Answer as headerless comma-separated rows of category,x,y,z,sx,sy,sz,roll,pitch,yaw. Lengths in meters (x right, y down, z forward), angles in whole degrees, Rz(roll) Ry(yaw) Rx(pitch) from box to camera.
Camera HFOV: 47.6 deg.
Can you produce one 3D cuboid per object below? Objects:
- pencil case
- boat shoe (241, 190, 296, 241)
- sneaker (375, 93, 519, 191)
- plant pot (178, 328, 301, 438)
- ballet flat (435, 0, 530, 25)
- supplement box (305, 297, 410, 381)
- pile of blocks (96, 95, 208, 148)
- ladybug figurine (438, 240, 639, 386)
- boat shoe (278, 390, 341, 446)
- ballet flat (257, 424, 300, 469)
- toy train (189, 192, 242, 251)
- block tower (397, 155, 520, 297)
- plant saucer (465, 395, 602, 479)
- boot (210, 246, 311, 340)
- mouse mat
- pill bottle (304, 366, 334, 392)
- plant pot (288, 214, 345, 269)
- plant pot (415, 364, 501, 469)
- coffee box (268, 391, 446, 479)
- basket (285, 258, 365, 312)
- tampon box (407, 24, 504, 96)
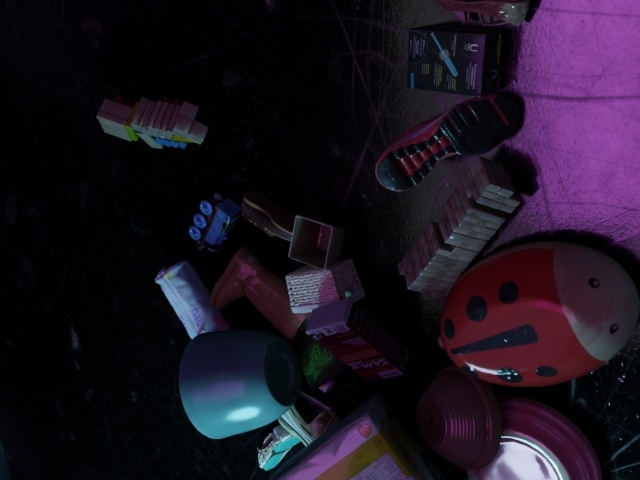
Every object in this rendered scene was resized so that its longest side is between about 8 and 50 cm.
pencil case,-0.376,0.195,2.135,0.113,0.124,0.273,-33,86,41
boat shoe,-0.124,-0.050,1.879,0.207,0.073,0.073,36,128,29
sneaker,0.251,-0.225,1.496,0.313,0.136,0.116,-26,115,19
plant pot,-0.194,0.370,1.951,0.235,0.293,0.293,-16,99,27
ballet flat,0.299,-0.448,1.396,0.206,0.073,0.067,21,134,33
supplement box,0.093,0.245,1.757,0.130,0.073,0.239,-22,128,41
pile of blocks,-0.444,-0.334,2.000,0.362,0.149,0.113,12,72,24
ladybug figurine,0.419,0.171,1.494,0.449,0.162,0.305,-29,90,41
boat shoe,0.004,0.513,1.983,0.302,0.113,0.103,25,127,28
ballet flat,-0.124,0.593,2.138,0.241,0.091,0.077,-51,53,35
toy train,-0.292,-0.045,2.004,0.105,0.080,0.184,39,127,11
block tower,0.290,-0.015,1.540,0.097,0.090,0.335,-97,30,-44
plant saucer,0.463,0.523,1.657,0.332,0.084,0.332,15,116,33
boot,-0.165,0.180,1.992,0.269,0.089,0.236,42,128,15
mouse mat,0.003,0.296,1.927,0.189,0.007,0.153,-41,64,37
pill bottle,-0.005,0.373,1.977,0.083,0.043,0.043,37,127,20
plant pot,0.000,0.000,1.777,0.109,0.096,0.109,19,105,30
plant pot,0.294,0.407,1.654,0.237,0.109,0.238,9,100,63
coffee box,0.098,0.615,1.730,0.338,0.337,0.334,-38,82,6
basket,0.009,0.113,1.817,0.167,0.113,0.103,-9,99,38
tampon box,0.266,-0.358,1.432,0.161,0.101,0.121,15,117,31
